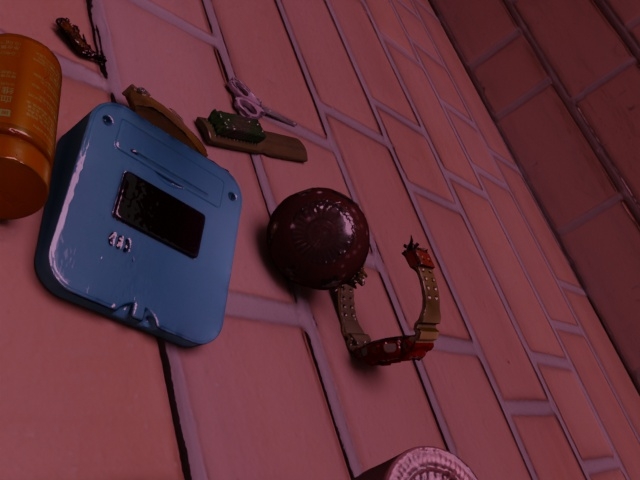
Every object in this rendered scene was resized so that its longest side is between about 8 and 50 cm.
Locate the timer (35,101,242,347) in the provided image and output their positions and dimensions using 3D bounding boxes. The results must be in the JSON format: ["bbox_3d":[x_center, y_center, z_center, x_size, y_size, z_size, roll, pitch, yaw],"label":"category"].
[{"bbox_3d":[-0.214,-0.009,0.829,0.232,0.091,0.249,33,46,-37],"label":"timer"}]

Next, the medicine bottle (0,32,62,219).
[{"bbox_3d":[-0.325,-0.122,0.724,0.096,0.096,0.191,30,37,-40],"label":"medicine bottle"}]

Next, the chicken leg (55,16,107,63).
[{"bbox_3d":[-0.333,-0.273,0.959,0.083,0.021,0.036,45,20,-19],"label":"chicken leg"}]

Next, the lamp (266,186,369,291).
[{"bbox_3d":[-0.005,0.000,1.063,0.135,0.157,0.157,126,-31,-78],"label":"lamp"}]

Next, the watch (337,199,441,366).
[{"bbox_3d":[0.104,0.063,1.092,0.102,0.165,0.268,13,76,-53],"label":"watch"}]

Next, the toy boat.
[{"bbox_3d":[-0.220,-0.161,0.988,0.149,0.047,0.049,42,16,-28],"label":"toy boat"}]

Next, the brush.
[{"bbox_3d":[-0.102,-0.179,1.197,0.282,0.048,0.054,3,57,-59],"label":"brush"}]

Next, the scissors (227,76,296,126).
[{"bbox_3d":[-0.102,-0.243,1.297,0.189,0.015,0.100,15,45,-53],"label":"scissors"}]

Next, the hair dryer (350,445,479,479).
[{"bbox_3d":[-0.023,0.326,0.665,0.353,0.210,0.125,-13,67,-34],"label":"hair dryer"}]
